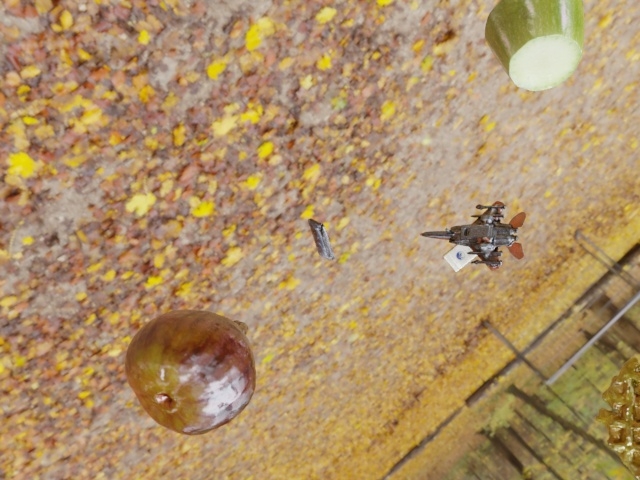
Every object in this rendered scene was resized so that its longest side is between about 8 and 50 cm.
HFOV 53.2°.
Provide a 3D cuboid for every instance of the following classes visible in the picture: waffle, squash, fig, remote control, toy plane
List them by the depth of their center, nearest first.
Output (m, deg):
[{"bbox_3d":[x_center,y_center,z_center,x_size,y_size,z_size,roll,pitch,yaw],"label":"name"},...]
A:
[{"bbox_3d":[-0.138,0.159,0.794,0.202,0.149,0.148,-4,158,-37],"label":"fig"},{"bbox_3d":[0.371,-0.343,1.088,0.170,0.122,0.170,0,145,0],"label":"squash"},{"bbox_3d":[0.000,0.000,1.140,0.014,0.039,0.096,-46,143,-25],"label":"remote control"},{"bbox_3d":[0.271,-0.011,1.154,0.061,0.189,0.130,39,56,-68],"label":"toy plane"},{"bbox_3d":[0.723,0.359,1.249,0.302,0.325,0.068,-46,167,16],"label":"waffle"}]

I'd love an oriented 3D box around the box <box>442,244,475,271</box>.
[{"bbox_3d":[0.363,0.034,1.642,0.083,0.054,0.024,-40,-175,6],"label":"box"}]
